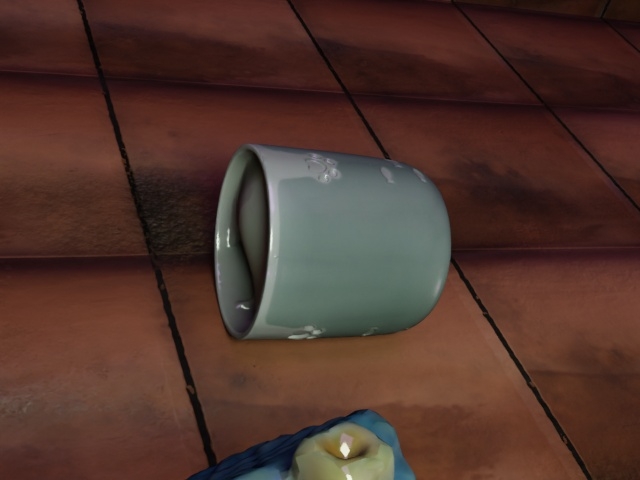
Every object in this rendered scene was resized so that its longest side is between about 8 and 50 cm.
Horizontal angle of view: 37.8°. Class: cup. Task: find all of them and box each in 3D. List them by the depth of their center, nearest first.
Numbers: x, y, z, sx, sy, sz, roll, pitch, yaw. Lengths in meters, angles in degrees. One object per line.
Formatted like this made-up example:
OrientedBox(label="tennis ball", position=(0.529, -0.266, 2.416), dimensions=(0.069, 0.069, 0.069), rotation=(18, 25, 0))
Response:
OrientedBox(label="cup", position=(0.000, 0.000, 1.331), dimensions=(0.274, 0.259, 0.356), rotation=(3, 7, -21))

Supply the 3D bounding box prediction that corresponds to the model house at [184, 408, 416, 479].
OrientedBox(label="model house", position=(-0.049, 0.325, 0.458), dimensions=(0.445, 0.400, 0.395), rotation=(34, 28, 33))
